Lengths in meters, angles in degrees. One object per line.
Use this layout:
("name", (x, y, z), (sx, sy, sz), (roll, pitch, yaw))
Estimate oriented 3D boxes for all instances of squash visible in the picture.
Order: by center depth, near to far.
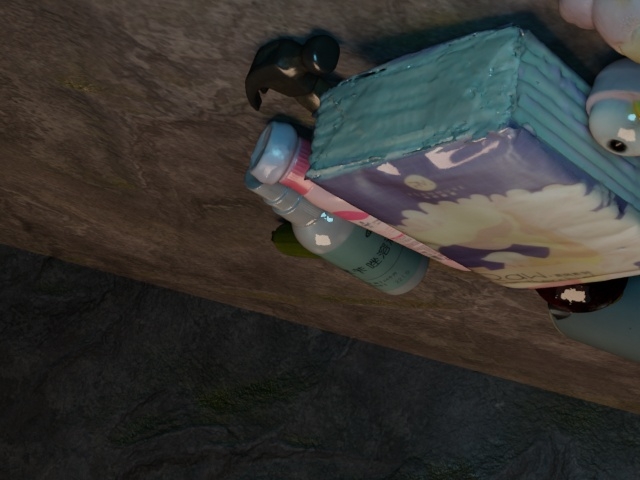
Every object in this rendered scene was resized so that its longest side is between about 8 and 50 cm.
("squash", (0.000, 0.000, 1.610), (0.258, 0.069, 0.069), (5, 162, 43))

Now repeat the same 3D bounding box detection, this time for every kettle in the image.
("kettle", (0.451, 0.088, 1.275), (0.211, 0.159, 0.243), (-8, -172, -28))

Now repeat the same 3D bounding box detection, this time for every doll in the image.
("doll", (0.259, -0.126, 0.683), (0.160, 0.094, 0.365), (15, 167, 25))

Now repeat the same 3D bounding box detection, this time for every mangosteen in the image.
("mangosteen", (0.325, 0.038, 1.194), (0.140, 0.140, 0.140), (17, 167, 4))

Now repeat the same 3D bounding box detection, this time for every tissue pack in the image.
("tissue pack", (0.189, -0.058, 0.928), (0.242, 0.125, 0.344), (-12, 150, 44))

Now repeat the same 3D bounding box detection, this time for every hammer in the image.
("hammer", (0.093, -0.080, 1.077), (0.440, 0.044, 0.168), (36, 160, -31))

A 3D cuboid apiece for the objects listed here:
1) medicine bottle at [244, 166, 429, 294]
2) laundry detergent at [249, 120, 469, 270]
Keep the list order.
("medicine bottle", (0.024, -0.025, 1.367), (0.110, 0.110, 0.352), (6, 163, 42))
("laundry detergent", (0.070, -0.057, 1.235), (0.335, 0.087, 0.159), (23, 171, -17))
